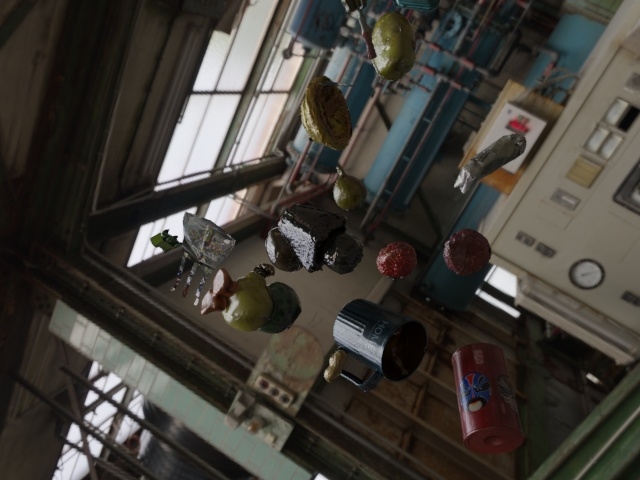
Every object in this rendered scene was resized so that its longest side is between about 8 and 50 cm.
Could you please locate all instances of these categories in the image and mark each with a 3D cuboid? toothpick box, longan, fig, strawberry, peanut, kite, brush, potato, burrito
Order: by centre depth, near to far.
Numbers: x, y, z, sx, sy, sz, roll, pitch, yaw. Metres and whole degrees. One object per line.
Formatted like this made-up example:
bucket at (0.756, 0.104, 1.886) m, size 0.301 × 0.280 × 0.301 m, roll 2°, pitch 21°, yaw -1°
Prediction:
burrito at (0.369, -0.174, 1.194) m, size 0.203 × 0.064 × 0.064 m, roll -33°, pitch -126°, yaw -20°
kite at (-0.292, 0.049, 1.307) m, size 0.141 × 0.245 × 0.015 m, roll 32°, pitch -150°, yaw 8°
brush at (0.123, -0.699, 1.704) m, size 0.084 × 0.301 × 0.071 m, roll -7°, pitch -139°, yaw 19°
strawberry at (0.243, 0.055, 1.769) m, size 0.131 × 0.148 × 0.131 m, roll -8°, pitch -136°, yaw 8°
peanut at (0.048, 0.408, 1.792) m, size 0.054 × 0.113 × 0.054 m, roll 27°, pitch 176°, yaw 2°
toothpick box at (0.593, 0.562, 1.975) m, size 0.204 × 0.204 × 0.333 m, roll 20°, pitch -138°, yaw -16°
potato at (0.267, -0.705, 2.004) m, size 0.148 × 0.197 × 0.228 m, roll -7°, pitch -121°, yaw -23°
fig at (0.126, -0.230, 2.373) m, size 0.142 × 0.186 × 0.148 m, roll -8°, pitch -164°, yaw 30°
longan at (-0.145, 0.037, 2.403) m, size 0.212 × 0.198 × 0.198 m, roll 65°, pitch -154°, yaw -2°

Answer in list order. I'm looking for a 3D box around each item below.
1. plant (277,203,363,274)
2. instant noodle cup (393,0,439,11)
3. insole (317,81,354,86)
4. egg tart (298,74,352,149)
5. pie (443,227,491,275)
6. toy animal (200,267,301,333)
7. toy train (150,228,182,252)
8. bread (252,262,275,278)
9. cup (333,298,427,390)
plant at (0.000, 0.000, 1.562) m, size 0.256 × 0.164 × 0.142 m, roll 31°, pitch -133°, yaw 20°
instant noodle cup at (0.355, -0.924, 1.992) m, size 0.179 × 0.157 × 0.070 m, roll 16°, pitch -173°, yaw 21°
insole at (0.053, -0.489, 1.723) m, size 0.080 × 0.003 × 0.232 m, roll 16°, pitch -160°, yaw 17°
egg tart at (0.014, -0.461, 2.031) m, size 0.115 × 0.290 × 0.290 m, roll -11°, pitch -177°, yaw 31°
pie at (0.441, 0.037, 1.654) m, size 0.153 × 0.153 × 0.038 m, roll 20°, pitch -157°, yaw -15°
toy animal at (-0.224, 0.230, 1.915) m, size 0.338 × 0.216 × 0.191 m, roll 18°, pitch -155°, yaw -29°
toy train at (-0.547, 0.004, 1.958) m, size 0.050 × 0.081 × 0.122 m, roll 60°, pitch 180°, yaw 22°
bread at (-0.266, 0.141, 2.509) m, size 0.060 × 0.113 × 0.082 m, roll 61°, pitch 180°, yaw -38°
cup at (0.212, 0.397, 2.104) m, size 0.242 × 0.308 × 0.292 m, roll 10°, pitch -172°, yaw -41°
